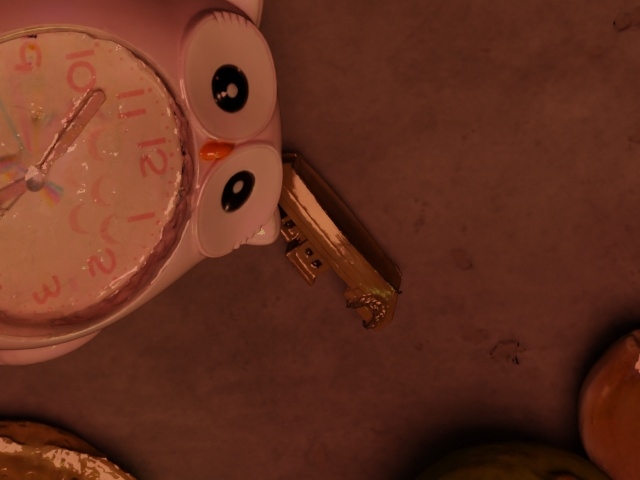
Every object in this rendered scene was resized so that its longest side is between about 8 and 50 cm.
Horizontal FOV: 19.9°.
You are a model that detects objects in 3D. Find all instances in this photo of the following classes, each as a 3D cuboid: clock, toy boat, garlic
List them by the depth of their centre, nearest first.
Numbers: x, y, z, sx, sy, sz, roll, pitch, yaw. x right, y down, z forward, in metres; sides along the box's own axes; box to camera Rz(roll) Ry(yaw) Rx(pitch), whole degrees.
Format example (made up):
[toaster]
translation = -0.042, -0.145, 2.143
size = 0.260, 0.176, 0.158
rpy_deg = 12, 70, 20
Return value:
[clock]
translation = -0.223, -0.088, 1.535
size = 0.377, 0.250, 0.368
rpy_deg = -13, 113, -23
[toy boat]
translation = 0.000, 0.000, 1.699
size = 0.072, 0.064, 0.206
rpy_deg = -34, 107, 22
[garlic]
translation = 0.360, 0.170, 1.774
size = 0.217, 0.110, 0.228
rpy_deg = -13, 111, 6

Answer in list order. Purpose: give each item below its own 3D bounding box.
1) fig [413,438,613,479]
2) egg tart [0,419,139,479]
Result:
[fig]
translation = 0.157, 0.347, 1.727
size = 0.258, 0.258, 0.326
rpy_deg = 32, 114, -15
[egg tart]
translation = -0.294, 0.335, 1.724
size = 0.341, 0.129, 0.341
rpy_deg = -3, 107, -9
